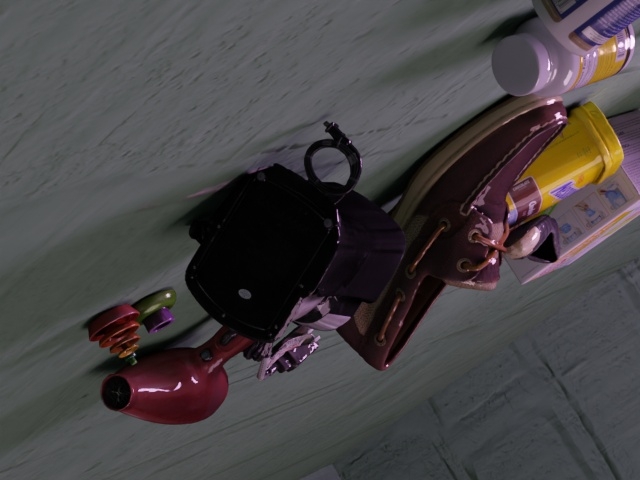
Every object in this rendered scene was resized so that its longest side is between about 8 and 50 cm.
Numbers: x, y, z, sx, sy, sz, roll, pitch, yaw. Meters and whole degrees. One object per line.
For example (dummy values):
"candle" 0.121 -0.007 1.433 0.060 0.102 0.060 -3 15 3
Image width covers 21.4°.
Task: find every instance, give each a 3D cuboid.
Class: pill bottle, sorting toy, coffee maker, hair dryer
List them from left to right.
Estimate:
"sorting toy" -0.160 0.080 1.480 0.061 0.042 0.102 -39 167 38
"hair dryer" -0.105 0.099 1.715 0.293 0.080 0.223 -31 155 -32
"coffee maker" 0.000 0.000 1.349 0.171 0.120 0.178 -35 169 16
"pill bottle" 0.189 -0.149 1.333 0.116 0.065 0.065 -20 165 -42
"pill bottle" 0.215 -0.191 1.206 0.120 0.067 0.067 -37 168 29

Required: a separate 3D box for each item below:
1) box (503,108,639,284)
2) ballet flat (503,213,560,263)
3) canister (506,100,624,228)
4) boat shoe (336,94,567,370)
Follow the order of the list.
"box" 0.302 -0.049 1.977 0.114 0.103 0.203 -19 164 -49
"ballet flat" 0.229 0.003 1.786 0.057 0.049 0.173 -30 174 17
"canister" 0.221 -0.066 1.771 0.170 0.073 0.126 -29 170 -3
"boat shoe" 0.132 -0.003 1.621 0.342 0.123 0.123 -47 163 26
